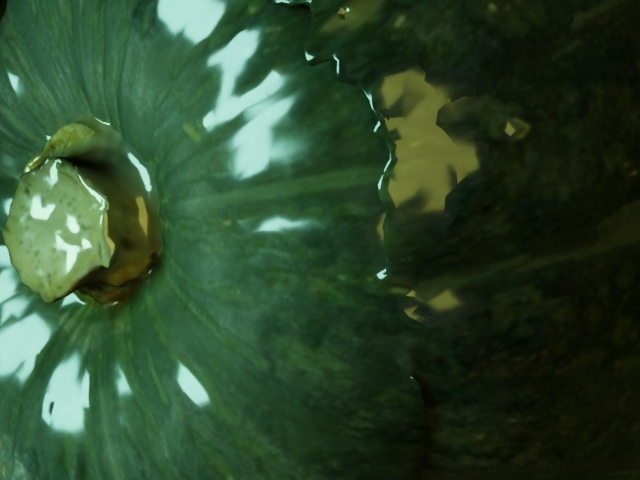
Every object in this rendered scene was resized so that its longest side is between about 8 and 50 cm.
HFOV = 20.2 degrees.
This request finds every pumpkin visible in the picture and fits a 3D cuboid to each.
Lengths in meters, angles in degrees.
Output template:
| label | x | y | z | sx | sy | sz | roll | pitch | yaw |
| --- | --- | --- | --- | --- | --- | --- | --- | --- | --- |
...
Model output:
| label | x | y | z | sx | sy | sz | roll | pitch | yaw |
| --- | --- | --- | --- | --- | --- | --- | --- | --- | --- |
| pumpkin | 0.000 | 0.000 | 0.615 | 0.257 | 0.291 | 0.327 | -4 | 114 | -50 |
